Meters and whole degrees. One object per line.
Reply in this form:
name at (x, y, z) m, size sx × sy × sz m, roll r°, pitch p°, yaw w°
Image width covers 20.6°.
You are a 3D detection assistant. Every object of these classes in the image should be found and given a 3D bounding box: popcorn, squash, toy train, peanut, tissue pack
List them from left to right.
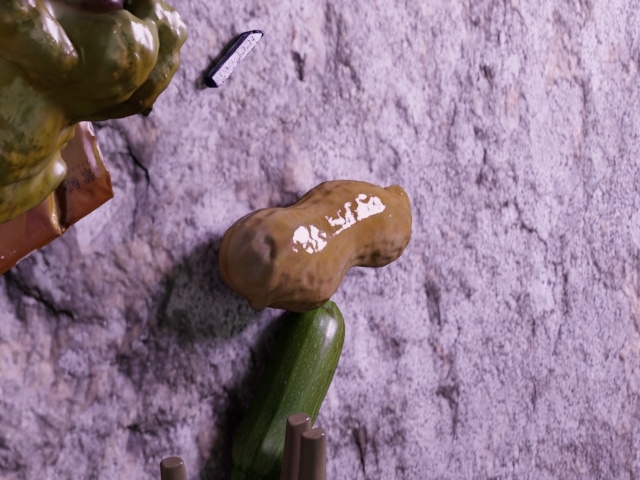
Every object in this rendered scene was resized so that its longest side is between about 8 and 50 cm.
tissue pack at (-0.292, -0.066, 1.444) m, size 0.226 × 0.092 × 0.183 m, roll -35°, pitch 120°, yaw -36°
popcorn at (-0.241, -0.135, 1.258) m, size 0.225 × 0.276 × 0.276 m, roll 30°, pitch 74°, yaw -37°
toy train at (-0.083, -0.180, 1.702) m, size 0.083 × 0.017 × 0.017 m, roll -52°, pitch 122°, yaw -28°
squash at (-0.032, 0.156, 1.763) m, size 0.068 × 0.077 × 0.219 m, roll 34°, pitch 73°, yaw -35°
peanut at (0.000, 0.000, 1.759) m, size 0.263 × 0.101 × 0.117 m, roll -28°, pitch 136°, yaw -44°

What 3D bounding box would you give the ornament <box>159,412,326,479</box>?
ornament at (-0.097, 0.307, 1.686) m, size 0.230 × 0.061 × 0.245 m, roll -15°, pitch 119°, yaw -27°
